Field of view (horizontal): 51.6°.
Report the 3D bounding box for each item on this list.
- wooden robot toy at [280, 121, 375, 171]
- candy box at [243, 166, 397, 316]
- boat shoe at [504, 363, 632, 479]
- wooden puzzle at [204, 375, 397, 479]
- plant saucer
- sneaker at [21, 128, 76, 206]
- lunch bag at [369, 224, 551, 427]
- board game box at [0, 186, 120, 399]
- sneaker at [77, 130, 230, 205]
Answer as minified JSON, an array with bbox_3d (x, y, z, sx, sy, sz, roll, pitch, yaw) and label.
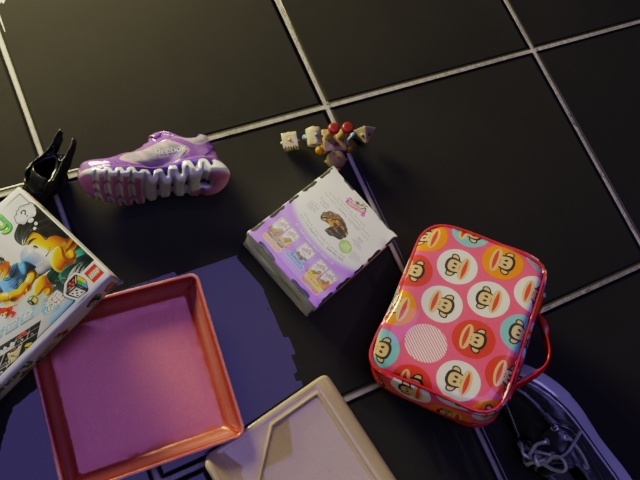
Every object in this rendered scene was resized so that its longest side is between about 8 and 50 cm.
[{"bbox_3d":[0.020,-0.161,1.173,0.173,0.076,0.079,-6,84,-17],"label":"wooden robot toy"},{"bbox_3d":[0.000,0.000,1.107,0.196,0.070,0.165,-39,84,-23],"label":"candy box"},{"bbox_3d":[0.377,0.336,1.068,0.105,0.113,0.306,-39,94,-38],"label":"boat shoe"},{"bbox_3d":[-0.023,0.355,0.994,0.239,0.044,0.221,-30,81,-27],"label":"wooden puzzle"},{"bbox_3d":[-0.272,0.204,0.974,0.259,0.047,0.259,-15,75,-19],"label":"plant saucer"},{"bbox_3d":[-0.433,-0.083,1.008,0.051,0.089,0.170,34,66,-2],"label":"sneaker"},{"bbox_3d":[0.238,0.135,1.054,0.258,0.120,0.293,21,66,19],"label":"lunch bag"},{"bbox_3d":[-0.458,0.098,0.914,0.193,0.053,0.305,41,78,9],"label":"board game box"},{"bbox_3d":[-0.271,-0.125,1.072,0.237,0.095,0.104,-7,66,-23],"label":"sneaker"}]
